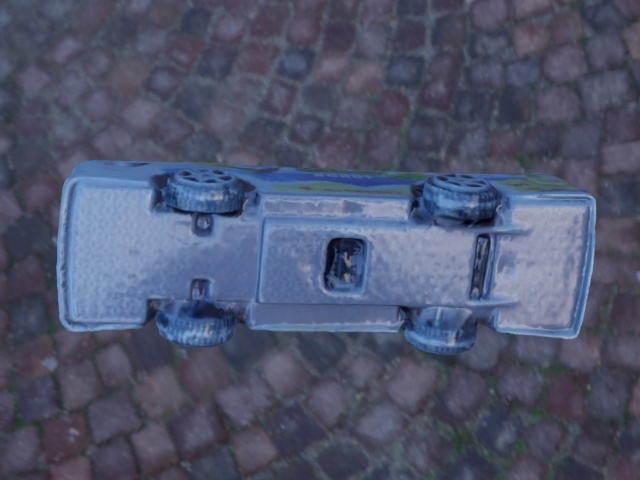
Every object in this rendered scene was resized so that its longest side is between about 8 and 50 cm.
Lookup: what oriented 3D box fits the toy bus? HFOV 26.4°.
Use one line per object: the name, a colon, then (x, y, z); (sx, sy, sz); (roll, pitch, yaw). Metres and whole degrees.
toy bus: (0.000, 0.000, 0.868); (0.329, 0.109, 0.136); (2, 16, -11)
